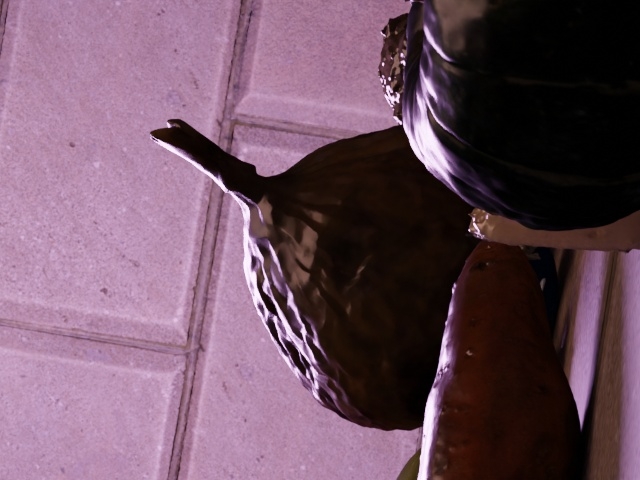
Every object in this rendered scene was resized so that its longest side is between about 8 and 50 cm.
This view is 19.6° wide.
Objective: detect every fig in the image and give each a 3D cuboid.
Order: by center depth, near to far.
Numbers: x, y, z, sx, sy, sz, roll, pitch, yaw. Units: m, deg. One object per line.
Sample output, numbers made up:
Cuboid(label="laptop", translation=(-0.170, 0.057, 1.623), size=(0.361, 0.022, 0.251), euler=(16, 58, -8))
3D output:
Cuboid(label="fig", translation=(0.000, 0.000, 1.662), size=(0.286, 0.368, 0.286), euler=(-57, 17, 27))

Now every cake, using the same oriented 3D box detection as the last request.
Cuboid(label="cake", translation=(0.141, -0.060, 1.130), size=(0.220, 0.116, 0.086), euler=(-81, -7, -67))

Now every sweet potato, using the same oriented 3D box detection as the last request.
Cuboid(label="sweet potato", translation=(0.117, 0.138, 1.212), size=(0.112, 0.112, 0.359), euler=(97, -174, -61))

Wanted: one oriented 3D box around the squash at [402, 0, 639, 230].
Cuboid(label="squash", translation=(0.122, -0.131, 0.920), size=(0.252, 0.165, 0.252), euler=(-170, 90, -88))

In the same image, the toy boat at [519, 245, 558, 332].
Cuboid(label="toy boat", translation=(0.152, 0.095, 1.424), size=(0.291, 0.070, 0.210), euler=(-106, 20, -85))

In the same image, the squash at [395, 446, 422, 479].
Cuboid(label="squash", translation=(0.102, 0.221, 1.542), size=(0.341, 0.094, 0.095), euler=(-38, -41, -68))

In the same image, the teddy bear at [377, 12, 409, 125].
Cuboid(label="teddy bear", translation=(0.142, -0.180, 1.732), size=(0.140, 0.190, 0.177), euler=(38, -140, -55))
